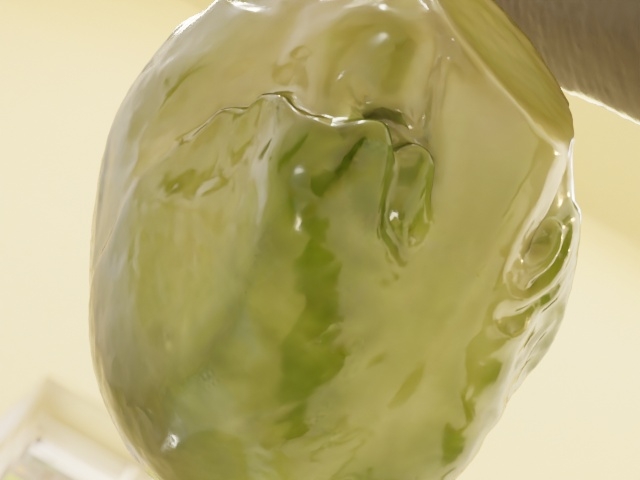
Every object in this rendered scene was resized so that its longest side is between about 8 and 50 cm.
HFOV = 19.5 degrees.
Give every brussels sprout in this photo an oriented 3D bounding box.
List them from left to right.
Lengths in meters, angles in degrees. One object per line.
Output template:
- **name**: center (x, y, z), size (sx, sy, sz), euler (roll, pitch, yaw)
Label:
- **brussels sprout**: center (0.003, 0.001, 0.479), size (0.155, 0.117, 0.155), euler (-34, -139, 35)

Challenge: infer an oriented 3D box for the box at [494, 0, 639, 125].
- **box**: center (0.112, -0.137, 0.605), size (0.042, 0.201, 0.212), euler (-15, 117, -27)
